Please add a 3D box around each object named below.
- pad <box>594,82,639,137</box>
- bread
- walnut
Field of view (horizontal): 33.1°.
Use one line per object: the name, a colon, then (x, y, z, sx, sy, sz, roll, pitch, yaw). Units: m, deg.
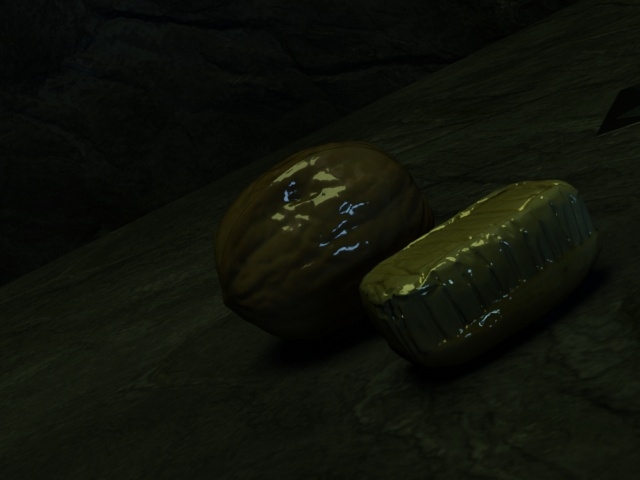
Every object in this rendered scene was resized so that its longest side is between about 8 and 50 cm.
pad: (0.495, -0.213, 1.568, 0.164, 0.004, 0.243, -19, 14, 30)
bread: (0.153, 0.033, 1.014, 0.236, 0.106, 0.140, -31, 14, -18)
walnut: (0.000, 0.000, 1.224, 0.261, 0.225, 0.225, -33, 13, -7)
